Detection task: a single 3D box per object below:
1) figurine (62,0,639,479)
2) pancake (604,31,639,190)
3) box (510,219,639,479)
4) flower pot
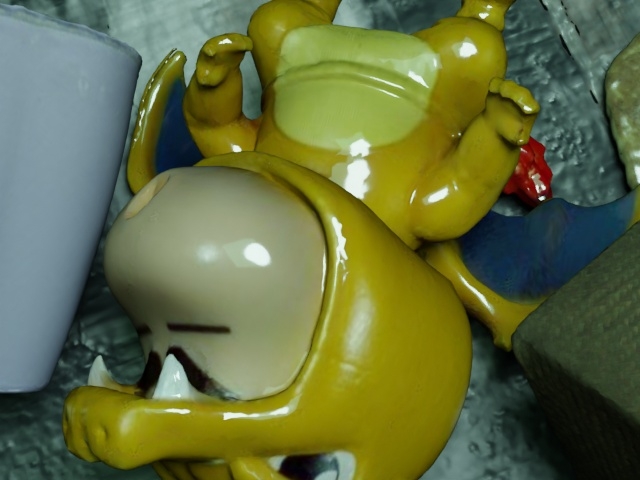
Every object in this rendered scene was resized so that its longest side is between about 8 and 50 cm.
[{"bbox_3d":[0.035,0.006,0.746,0.401,0.268,0.387,16,72,0],"label":"figurine"},{"bbox_3d":[0.335,-0.083,0.884,0.236,0.042,0.222,41,83,14],"label":"pancake"},{"bbox_3d":[0.257,0.118,0.695,0.184,0.273,0.143,-38,38,-12],"label":"box"},{"bbox_3d":[-0.256,-0.022,0.770,0.265,0.265,0.243,2,86,1],"label":"flower pot"}]
